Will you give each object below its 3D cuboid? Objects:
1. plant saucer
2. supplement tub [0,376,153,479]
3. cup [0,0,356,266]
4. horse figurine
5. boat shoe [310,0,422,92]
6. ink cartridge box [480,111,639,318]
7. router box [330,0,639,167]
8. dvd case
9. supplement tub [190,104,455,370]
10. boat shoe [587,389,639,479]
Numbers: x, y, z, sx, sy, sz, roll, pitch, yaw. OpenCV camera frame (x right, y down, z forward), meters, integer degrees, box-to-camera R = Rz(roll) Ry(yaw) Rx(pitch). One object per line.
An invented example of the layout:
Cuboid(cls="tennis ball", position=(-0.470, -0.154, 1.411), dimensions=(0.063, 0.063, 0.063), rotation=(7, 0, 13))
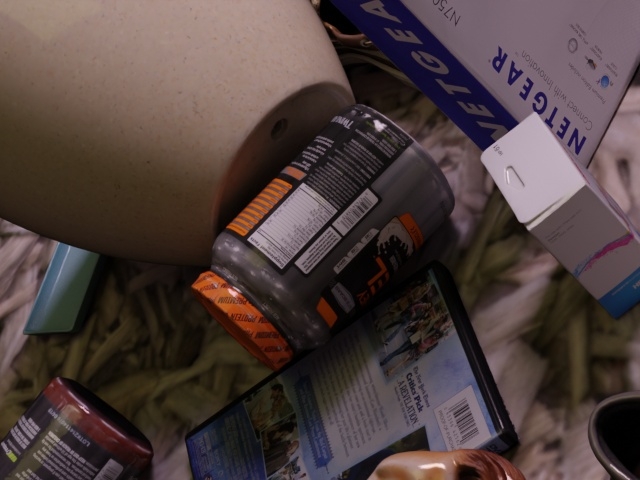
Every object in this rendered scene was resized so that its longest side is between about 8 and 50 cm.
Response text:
Cuboid(cls="plant saucer", position=(-0.215, 0.004, 1.607), dimensions=(0.067, 0.018, 0.192), rotation=(-6, 57, 39))
Cuboid(cls="supplement tub", position=(-0.229, 0.212, 1.387), dimensions=(0.198, 0.106, 0.106), rotation=(-51, 39, -2))
Cuboid(cls="cup", position=(-0.112, -0.109, 1.406), dimensions=(0.237, 0.331, 0.331), rotation=(35, 85, 28))
Cuboid(cls="horse figurine", position=(0.044, 0.208, 1.156), dimensions=(0.263, 0.066, 0.174), rotation=(-31, 55, 24))
Cuboid(cls="boat shoe", position=(0.030, -0.200, 1.480), dimensions=(0.257, 0.095, 0.095), rotation=(21, 75, 49))
Cuboid(cls="ink cartridge box", position=(0.171, -0.017, 1.182), dimensions=(0.052, 0.122, 0.088), rotation=(-40, 41, 12))
Cuboid(cls="router box", position=(0.135, -0.255, 1.240), dimensions=(0.082, 0.335, 0.301), rotation=(13, 70, 47))
Cuboid(cls="dvd case", position=(0.014, 0.145, 1.280), dimensions=(0.253, 0.022, 0.180), rotation=(-36, 40, 16))
Cuboid(cls="supplement tub", position=(0.000, 0.000, 1.314), dimensions=(0.190, 0.117, 0.117), rotation=(-46, 39, -9))
Cuboid(cls="boat shoe", position=(0.282, 0.164, 0.958), dimensions=(0.335, 0.095, 0.112), rotation=(18, 73, 49))
